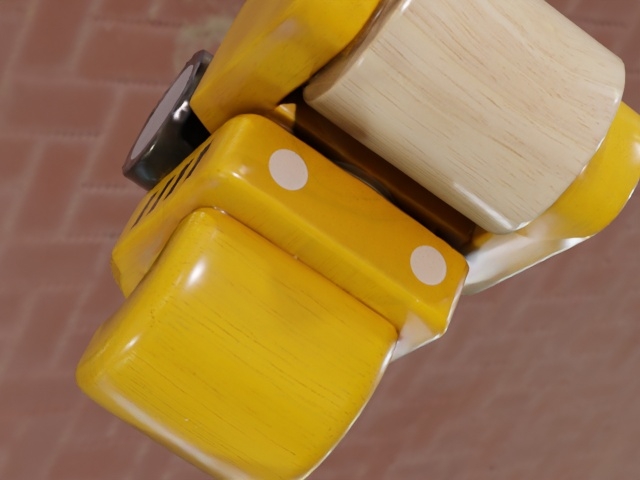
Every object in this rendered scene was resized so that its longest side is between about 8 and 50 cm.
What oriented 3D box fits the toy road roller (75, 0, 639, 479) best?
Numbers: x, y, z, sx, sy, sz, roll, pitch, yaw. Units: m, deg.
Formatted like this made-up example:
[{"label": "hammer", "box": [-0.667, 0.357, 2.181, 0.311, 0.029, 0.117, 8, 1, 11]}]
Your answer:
[{"label": "toy road roller", "box": [0.000, 0.000, 0.857, 0.329, 0.202, 0.240, -35, -154, 54]}]
